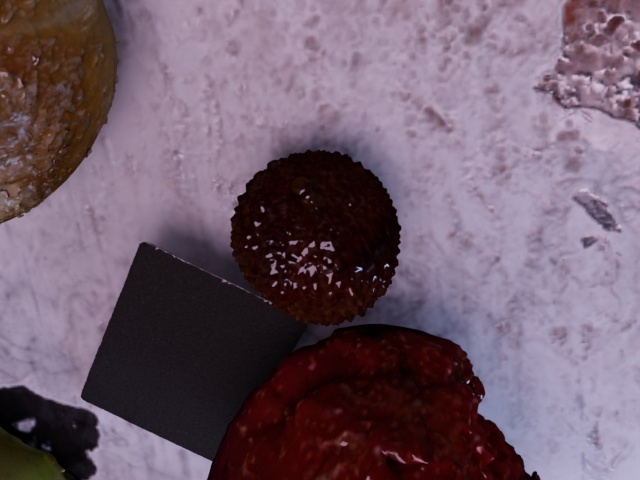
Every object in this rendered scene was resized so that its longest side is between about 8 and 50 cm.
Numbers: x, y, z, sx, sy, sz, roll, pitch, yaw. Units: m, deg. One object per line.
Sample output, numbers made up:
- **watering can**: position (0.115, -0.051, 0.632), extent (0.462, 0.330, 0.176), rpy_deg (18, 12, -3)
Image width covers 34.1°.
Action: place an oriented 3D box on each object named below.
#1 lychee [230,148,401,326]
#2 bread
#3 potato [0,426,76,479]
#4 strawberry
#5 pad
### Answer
- **lychee**: position (-0.002, 0.003, 0.745), extent (0.123, 0.123, 0.129), rpy_deg (5, 125, 6)
- **bread**: position (-0.288, -0.113, 0.682), extent (0.305, 0.159, 0.305), rpy_deg (-2, 128, -2)
- **potato**: position (-0.358, 0.305, 0.894), extent (0.330, 0.213, 0.280), rpy_deg (7, 117, 4)
- **strawberry**: position (0.054, 0.178, 0.770), extent (0.274, 0.274, 0.220), rpy_deg (24, 81, -3)
- **pad**: position (-0.108, 0.099, 0.842), extent (0.143, 0.003, 0.211), rpy_deg (26, 131, -5)
